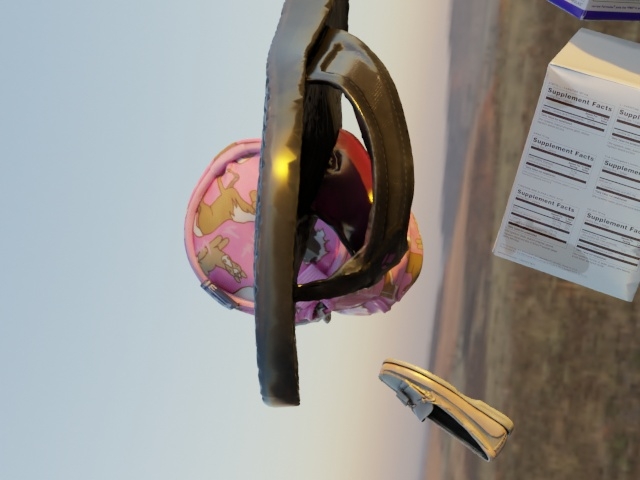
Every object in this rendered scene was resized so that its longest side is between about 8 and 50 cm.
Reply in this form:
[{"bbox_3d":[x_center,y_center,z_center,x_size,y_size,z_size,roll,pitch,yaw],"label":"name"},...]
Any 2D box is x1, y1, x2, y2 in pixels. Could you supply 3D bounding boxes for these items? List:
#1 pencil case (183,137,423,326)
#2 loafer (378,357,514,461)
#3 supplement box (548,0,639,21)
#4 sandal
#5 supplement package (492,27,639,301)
[{"bbox_3d":[0.000,0.000,1.137,0.386,0.160,0.167,7,-85,-75],"label":"pencil case"},{"bbox_3d":[0.103,0.144,0.966,0.039,0.125,0.045,-59,-10,-24],"label":"loafer"},{"bbox_3d":[0.329,-0.368,1.258,0.111,0.114,0.220,47,133,45],"label":"supplement box"},{"bbox_3d":[0.016,-0.078,0.819,0.167,0.107,0.445,89,-174,-45],"label":"sandal"},{"bbox_3d":[0.288,-0.083,1.142,0.194,0.149,0.203,-43,-31,-61],"label":"supplement package"}]
